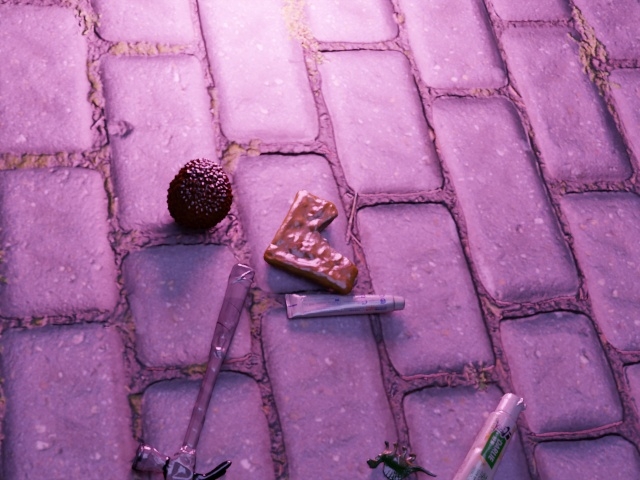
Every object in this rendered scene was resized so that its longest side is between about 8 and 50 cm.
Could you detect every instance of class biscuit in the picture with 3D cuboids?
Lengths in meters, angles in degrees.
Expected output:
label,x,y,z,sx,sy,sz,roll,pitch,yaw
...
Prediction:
label,x,y,z,sx,sy,sz,roll,pitch,yaw
biscuit,0.000,0.000,2.008,0.174,0.039,0.183,19,57,6

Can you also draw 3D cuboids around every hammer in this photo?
label,x,y,z,sx,sy,sz,roll,pitch,yaw
hammer,-0.190,0.213,1.836,0.152,0.044,0.426,16,57,-6

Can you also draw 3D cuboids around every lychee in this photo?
label,x,y,z,sx,sy,sz,roll,pitch,yaw
lychee,-0.218,-0.085,1.963,0.123,0.123,0.129,-10,99,-20

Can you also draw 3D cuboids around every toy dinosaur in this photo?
label,x,y,z,sx,sy,sz,roll,pitch,yaw
toy dinosaur,0.138,0.382,1.836,0.120,0.029,0.060,28,72,-4

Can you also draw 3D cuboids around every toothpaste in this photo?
label,x,y,z,sx,sy,sz,roll,pitch,yaw
toothpaste,0.045,0.115,1.965,0.218,0.033,0.052,0,55,-12
toothpaste,0.263,0.395,1.844,0.058,0.056,0.314,11,54,36
